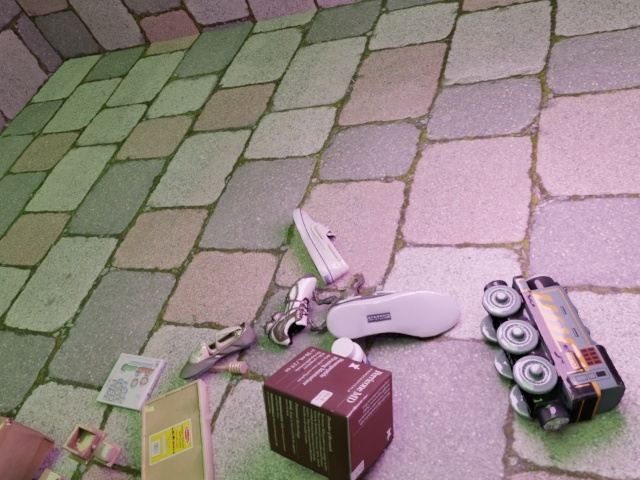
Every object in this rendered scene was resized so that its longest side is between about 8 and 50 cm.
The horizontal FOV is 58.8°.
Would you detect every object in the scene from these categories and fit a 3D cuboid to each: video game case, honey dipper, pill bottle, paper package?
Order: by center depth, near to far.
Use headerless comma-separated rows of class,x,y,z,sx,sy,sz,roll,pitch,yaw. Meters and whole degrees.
pill bottle,0.068,0.265,1.246,0.067,0.120,0.067,-15,46,16
paper package,-0.883,0.584,1.401,0.309,0.168,0.325,3,53,37
honey dipper,-0.259,0.320,1.432,0.160,0.030,0.030,-6,49,27
video game case,-0.505,0.375,1.513,0.157,0.019,0.143,1,52,28

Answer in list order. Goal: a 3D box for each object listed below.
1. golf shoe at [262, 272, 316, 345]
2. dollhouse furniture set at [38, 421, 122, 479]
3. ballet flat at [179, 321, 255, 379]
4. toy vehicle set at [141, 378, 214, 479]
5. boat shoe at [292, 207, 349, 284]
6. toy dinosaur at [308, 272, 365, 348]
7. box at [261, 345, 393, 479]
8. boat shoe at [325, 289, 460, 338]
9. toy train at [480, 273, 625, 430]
golf shoe,-0.053,0.178,1.426,0.094,0.077,0.198,25,75,35
dollhouse furniture set,-0.434,0.612,1.224,0.355,0.174,0.303,17,60,15
ballet flat,-0.268,0.270,1.427,0.213,0.068,0.072,-28,23,-12
toy vehicle set,-0.338,0.473,1.328,0.166,0.035,0.267,-24,45,6
boat shoe,0.000,0.000,1.538,0.088,0.096,0.268,-26,45,-2
toy dinosaur,0.032,0.177,1.389,0.118,0.064,0.268,3,56,21
box,0.018,0.341,1.131,0.203,0.167,0.168,10,24,34
boat shoe,0.163,0.164,1.303,0.301,0.108,0.102,-9,11,4
toy train,0.438,0.204,1.112,0.190,0.142,0.334,-11,44,2
